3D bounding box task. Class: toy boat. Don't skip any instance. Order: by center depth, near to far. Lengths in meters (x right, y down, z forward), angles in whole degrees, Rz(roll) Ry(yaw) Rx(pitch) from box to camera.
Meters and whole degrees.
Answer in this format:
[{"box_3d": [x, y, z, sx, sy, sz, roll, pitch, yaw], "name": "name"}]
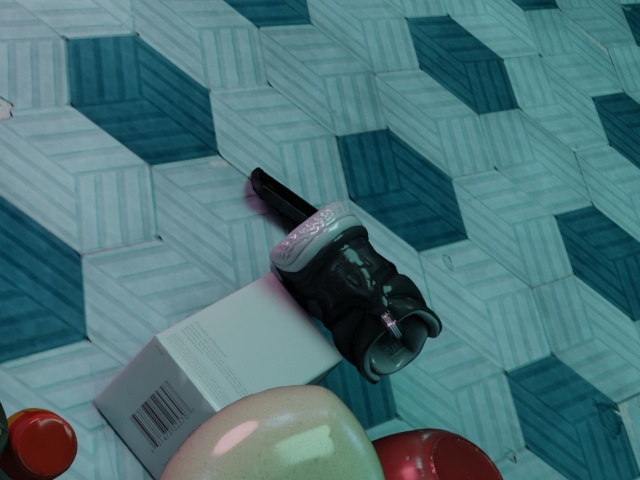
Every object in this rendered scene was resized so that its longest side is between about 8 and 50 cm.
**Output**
[{"box_3d": [-0.104, 0.208, 1.218, 0.318, 0.148, 0.267, 28, 74, -13], "name": "toy boat"}]

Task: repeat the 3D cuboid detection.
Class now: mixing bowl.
[{"box_3d": [0.106, 0.238, 1.459, 0.181, 0.098, 0.181, 28, 36, -23], "name": "mixing bowl"}]

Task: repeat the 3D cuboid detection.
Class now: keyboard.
[{"box_3d": [0.000, 0.000, 1.677, 0.192, 0.038, 0.100, 35, 12, -12], "name": "keyboard"}]

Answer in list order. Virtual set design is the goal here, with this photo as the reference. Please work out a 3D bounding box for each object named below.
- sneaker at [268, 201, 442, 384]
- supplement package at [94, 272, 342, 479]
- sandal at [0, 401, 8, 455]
[{"box_3d": [0.030, 0.059, 1.495, 0.153, 0.101, 0.268, 51, -4, 8], "name": "sneaker"}, {"box_3d": [-0.084, 0.119, 1.383, 0.105, 0.105, 0.179, 49, 35, 8], "name": "supplement package"}, {"box_3d": [-0.337, 0.078, 1.169, 0.120, 0.086, 0.303, 6, 33, -47], "name": "sandal"}]
